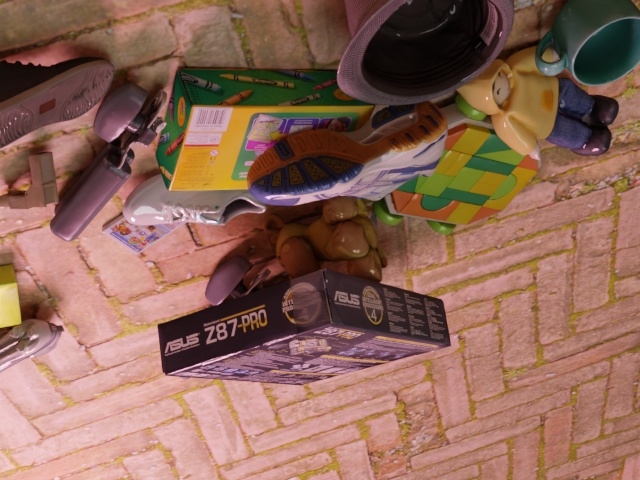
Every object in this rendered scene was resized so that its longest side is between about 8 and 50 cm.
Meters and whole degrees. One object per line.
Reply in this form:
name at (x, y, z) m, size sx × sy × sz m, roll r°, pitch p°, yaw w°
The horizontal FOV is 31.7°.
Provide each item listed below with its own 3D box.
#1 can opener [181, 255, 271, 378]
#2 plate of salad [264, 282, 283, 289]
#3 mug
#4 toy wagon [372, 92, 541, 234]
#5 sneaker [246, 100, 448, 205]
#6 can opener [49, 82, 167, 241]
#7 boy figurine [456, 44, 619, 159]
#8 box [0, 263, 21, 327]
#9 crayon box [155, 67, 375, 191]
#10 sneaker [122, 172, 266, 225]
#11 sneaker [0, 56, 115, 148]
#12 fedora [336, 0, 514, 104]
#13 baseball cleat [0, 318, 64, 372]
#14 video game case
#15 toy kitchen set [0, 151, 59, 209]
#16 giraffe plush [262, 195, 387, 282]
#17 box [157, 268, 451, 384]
can opener at (-0.184, 0.127, 1.944) m, size 0.283 × 0.095 × 0.076 m, roll -46°, pitch -178°, yaw 35°
plate of salad at (-0.068, 0.144, 2.028) m, size 0.200 × 0.048 × 0.200 m, roll -13°, pitch 143°, yaw -10°
mug at (0.393, -0.306, 1.645) m, size 0.157 × 0.097 × 0.129 m, roll 0°, pitch 137°, yaw -29°
toy wagon at (0.190, -0.122, 1.802) m, size 0.344 × 0.068 × 0.267 m, roll 8°, pitch 134°, yaw -35°
sneaker at (0.044, -0.093, 1.590) m, size 0.296 × 0.112 × 0.131 m, roll -17°, pitch 144°, yaw -9°
can opener at (-0.301, -0.114, 1.568) m, size 0.093 × 0.074 × 0.280 m, roll 29°, pitch 123°, yaw -19°
boy figurine at (0.323, -0.217, 1.702) m, size 0.285 × 0.092 × 0.177 m, roll 16°, pitch 90°, yaw -36°
box at (-0.553, 0.097, 1.722) m, size 0.178 × 0.042 × 0.109 m, roll -10°, pitch 142°, yaw -17°
crayon box at (-0.080, -0.156, 1.607) m, size 0.278 × 0.081 × 0.165 m, roll -3°, pitch 140°, yaw -25°
sneaker at (-0.182, -0.052, 1.666) m, size 0.212 × 0.094 × 0.080 m, roll -14°, pitch 138°, yaw -18°
sneaker at (-0.370, -0.202, 1.413) m, size 0.222 × 0.118 × 0.083 m, roll -32°, pitch 154°, yaw -41°
fedora at (0.123, -0.298, 1.494) m, size 0.275 × 0.124 × 0.244 m, roll -2°, pitch 143°, yaw -38°
baseball cleat at (-0.508, 0.186, 1.835) m, size 0.206 × 0.072 × 0.109 m, roll -21°, pitch 166°, yaw 19°
video game case at (-0.263, -0.029, 1.736) m, size 0.122 × 0.011 × 0.087 m, roll -32°, pitch 144°, yaw 13°
toy kitchen set at (-0.404, -0.087, 1.580) m, size 0.083 × 0.075 × 0.068 m, roll 1°, pitch -167°, yaw 23°
giraffe plush at (0.000, 0.000, 1.814) m, size 0.170 × 0.181 × 0.210 m, roll -18°, pitch 180°, yaw 11°
box at (-0.017, 0.154, 1.817) m, size 0.318 × 0.097 × 0.395 m, roll -17°, pitch 162°, yaw 30°
